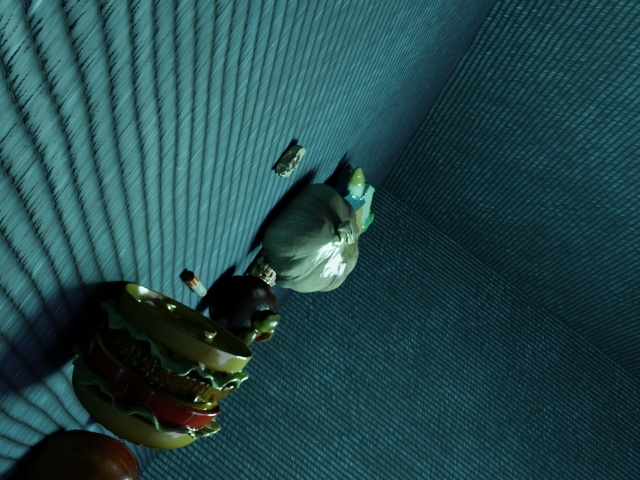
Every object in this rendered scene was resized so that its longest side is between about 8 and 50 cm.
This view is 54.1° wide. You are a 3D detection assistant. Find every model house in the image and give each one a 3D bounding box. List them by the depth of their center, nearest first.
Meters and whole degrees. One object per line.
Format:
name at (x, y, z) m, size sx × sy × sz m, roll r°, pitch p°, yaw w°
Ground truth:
model house at (0.074, -0.152, 2.209) m, size 0.267 × 0.194 × 0.324 m, roll -43°, pitch 156°, yaw -38°

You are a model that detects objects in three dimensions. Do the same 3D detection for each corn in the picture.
corn at (-0.126, 0.029, 1.958) m, size 0.289 × 0.098 × 0.098 m, roll -57°, pitch 174°, yaw 13°

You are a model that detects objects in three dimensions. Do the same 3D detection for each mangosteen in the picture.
mangosteen at (-0.211, 0.194, 1.741) m, size 0.209 × 0.210 × 0.210 m, roll -52°, pitch 175°, yaw -7°

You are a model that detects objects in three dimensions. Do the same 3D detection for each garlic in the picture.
garlic at (-0.010, -0.001, 1.803) m, size 0.322 × 0.241 × 0.321 m, roll -32°, pitch 140°, yaw -32°

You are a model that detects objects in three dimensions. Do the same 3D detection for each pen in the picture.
pen at (-0.282, 0.101, 1.421) m, size 0.028 × 0.028 × 0.239 m, roll -51°, pitch 175°, yaw -13°

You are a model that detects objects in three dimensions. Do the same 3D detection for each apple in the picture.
apple at (-0.487, 0.501, 1.292) m, size 0.234 × 0.234 × 0.234 m, roll -52°, pitch 175°, yaw -7°

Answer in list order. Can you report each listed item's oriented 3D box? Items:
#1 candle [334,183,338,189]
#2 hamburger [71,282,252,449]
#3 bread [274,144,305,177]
candle at (0.069, -0.177, 2.441) m, size 0.084 × 0.059 × 0.301 m, roll -60°, pitch 179°, yaw -33°
hamburger at (-0.267, 0.217, 1.020) m, size 0.212 × 0.275 × 0.274 m, roll -59°, pitch 175°, yaw -3°
bread at (-0.066, -0.177, 1.399) m, size 0.083 × 0.035 × 0.070 m, roll -56°, pitch 176°, yaw 8°
